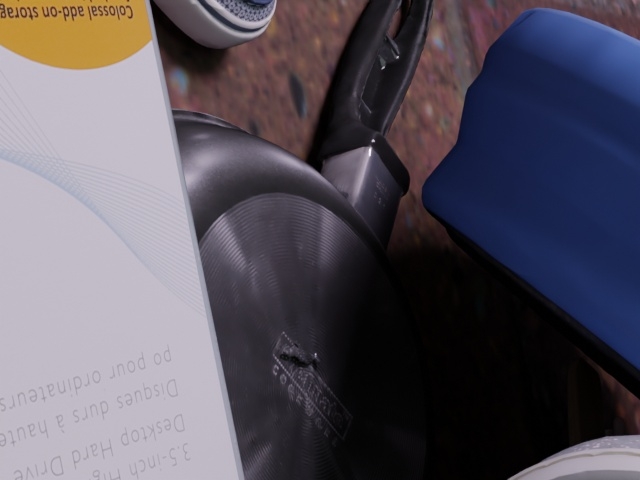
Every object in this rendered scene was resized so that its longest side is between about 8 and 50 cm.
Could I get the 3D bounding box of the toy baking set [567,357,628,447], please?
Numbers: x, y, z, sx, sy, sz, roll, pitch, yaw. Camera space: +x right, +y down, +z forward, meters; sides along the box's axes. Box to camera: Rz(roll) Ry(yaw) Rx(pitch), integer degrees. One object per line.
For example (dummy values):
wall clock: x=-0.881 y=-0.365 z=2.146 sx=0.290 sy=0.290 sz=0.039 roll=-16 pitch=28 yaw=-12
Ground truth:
toy baking set: x=0.130 y=0.185 z=0.722 sx=0.256 sy=0.030 sz=0.197 roll=62 pitch=30 yaw=-29

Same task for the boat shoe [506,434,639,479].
boat shoe: x=0.054 y=0.166 z=0.453 sx=0.103 sy=0.118 sz=0.320 roll=-67 pitch=166 yaw=-55

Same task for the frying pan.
frying pan: x=0.010 y=0.028 z=0.596 sx=0.326 sy=0.053 sz=0.197 roll=-37 pitch=109 yaw=-51

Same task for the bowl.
bowl: x=0.195 y=0.076 z=0.578 sx=0.077 sy=0.391 sz=0.391 roll=-51 pitch=132 yaw=2

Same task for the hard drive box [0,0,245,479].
hard drive box: x=-0.107 y=0.035 z=0.371 sx=0.181 sy=0.089 sz=0.232 roll=-15 pitch=94 yaw=-57

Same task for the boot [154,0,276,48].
boot: x=-0.035 y=-0.162 z=0.564 sx=0.069 sy=0.086 sz=0.190 roll=-29 pitch=102 yaw=-55
